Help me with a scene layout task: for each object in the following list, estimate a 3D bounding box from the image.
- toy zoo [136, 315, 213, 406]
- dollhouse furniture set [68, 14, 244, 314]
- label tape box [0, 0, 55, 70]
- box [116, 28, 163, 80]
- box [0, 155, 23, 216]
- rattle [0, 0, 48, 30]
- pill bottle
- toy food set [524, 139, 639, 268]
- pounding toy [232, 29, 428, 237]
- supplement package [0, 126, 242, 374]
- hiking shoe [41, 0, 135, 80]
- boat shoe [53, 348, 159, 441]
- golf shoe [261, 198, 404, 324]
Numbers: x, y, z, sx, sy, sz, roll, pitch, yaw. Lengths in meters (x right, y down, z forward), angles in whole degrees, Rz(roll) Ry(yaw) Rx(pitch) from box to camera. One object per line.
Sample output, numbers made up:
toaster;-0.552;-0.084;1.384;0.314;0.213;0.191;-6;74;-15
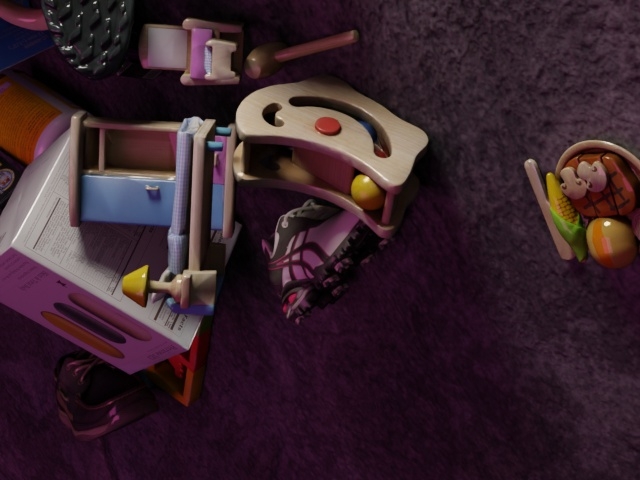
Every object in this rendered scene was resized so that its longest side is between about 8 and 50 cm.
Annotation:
toy zoo;-0.249;0.131;2.019;0.192;0.030;0.293;39;141;23
dollhouse furniture set;-0.197;-0.093;1.451;0.198;0.303;0.287;3;105;-1
label tape box;-0.549;-0.372;1.788;0.348;0.249;0.115;46;144;14
box;-0.275;-0.275;1.673;0.029;0.116;0.162;-39;83;14
box;-0.450;-0.044;1.979;0.216;0.060;0.270;37;166;38
rattle;-0.354;-0.344;1.771;0.199;0.143;0.130;20;131;-10
pill bottle;-0.396;-0.156;1.893;0.215;0.117;0.117;32;138;30
toy food set;0.277;-0.034;1.276;0.192;0.038;0.132;-11;108;52
pounding toy;-0.006;-0.131;1.430;0.269;0.154;0.155;35;139;26
supplement package;-0.286;0.018;1.742;0.262;0.198;0.199;32;151;-20
hiking shoe;-0.272;-0.326;1.570;0.132;0.113;0.304;64;-165;-75
boat shoe;-0.367;0.237;2.118;0.355;0.132;0.130;-8;104;63
golf shoe;0.000;0.000;1.573;0.120;0.105;0.273;57;144;11
